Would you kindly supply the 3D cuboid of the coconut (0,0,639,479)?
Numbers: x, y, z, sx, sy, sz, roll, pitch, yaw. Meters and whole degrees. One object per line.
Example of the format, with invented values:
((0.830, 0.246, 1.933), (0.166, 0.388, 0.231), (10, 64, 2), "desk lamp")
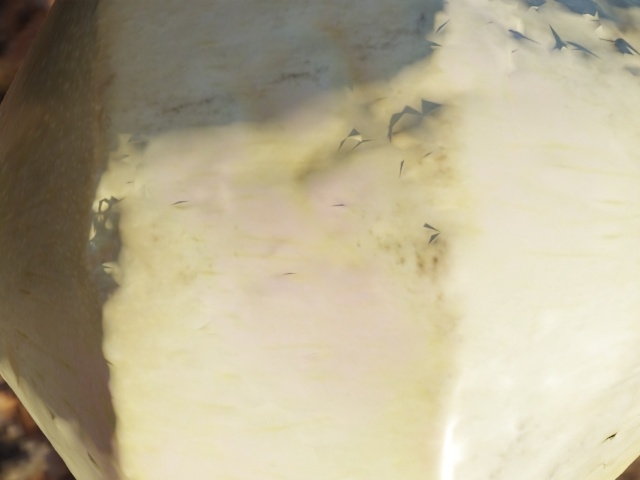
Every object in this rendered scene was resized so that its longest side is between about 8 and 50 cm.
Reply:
((0.000, 0.000, 0.874), (0.352, 0.352, 0.353), (45, 35, -43), "coconut")
